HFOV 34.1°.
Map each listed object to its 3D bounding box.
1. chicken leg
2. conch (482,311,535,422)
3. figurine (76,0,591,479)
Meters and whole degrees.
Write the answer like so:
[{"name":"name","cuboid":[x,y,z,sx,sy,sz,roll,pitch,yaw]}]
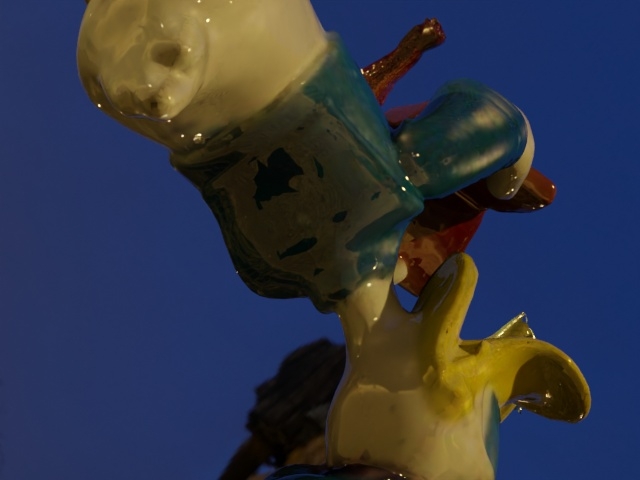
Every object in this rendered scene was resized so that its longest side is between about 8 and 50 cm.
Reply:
[{"name":"chicken leg","cuboid":[0.014,-0.107,0.856,0.053,0.205,0.093,44,-7,-5]},{"name":"conch","cuboid":[0.144,0.162,1.078,0.095,0.201,0.079,62,4,0]},{"name":"figurine","cuboid":[0.000,0.000,0.459,0.204,0.283,0.338,-25,-116,25]}]
